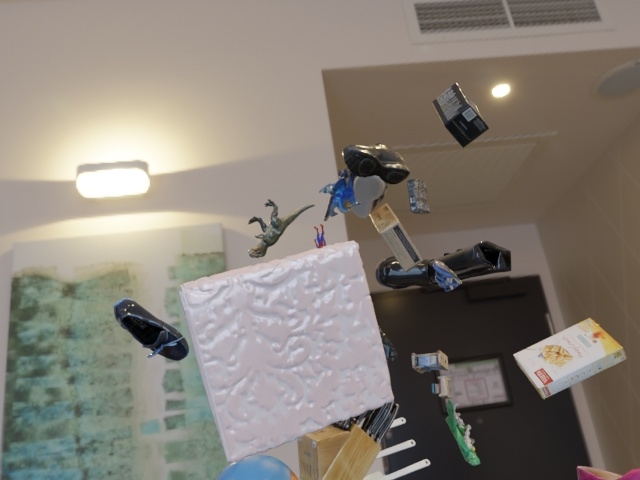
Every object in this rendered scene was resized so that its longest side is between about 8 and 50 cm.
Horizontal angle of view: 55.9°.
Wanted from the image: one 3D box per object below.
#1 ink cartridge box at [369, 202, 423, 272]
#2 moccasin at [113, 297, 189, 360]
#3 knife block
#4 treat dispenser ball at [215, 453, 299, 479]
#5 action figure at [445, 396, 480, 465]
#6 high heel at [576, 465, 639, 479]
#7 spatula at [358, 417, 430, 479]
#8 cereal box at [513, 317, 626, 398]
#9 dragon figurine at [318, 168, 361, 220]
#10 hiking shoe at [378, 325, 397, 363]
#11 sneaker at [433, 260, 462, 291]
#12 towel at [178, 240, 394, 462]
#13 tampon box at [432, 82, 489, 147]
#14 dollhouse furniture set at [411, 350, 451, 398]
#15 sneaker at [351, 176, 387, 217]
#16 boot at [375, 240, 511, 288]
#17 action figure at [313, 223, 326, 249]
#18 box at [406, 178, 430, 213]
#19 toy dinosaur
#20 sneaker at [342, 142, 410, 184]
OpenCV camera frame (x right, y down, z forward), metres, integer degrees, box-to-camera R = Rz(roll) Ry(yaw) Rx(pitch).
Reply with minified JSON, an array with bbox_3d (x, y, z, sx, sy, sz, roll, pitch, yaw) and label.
[{"bbox_3d":[0.286,-0.015,2.295,0.088,0.234,0.193,-33,-69,7],"label":"ink cartridge box"},{"bbox_3d":[-0.602,0.343,2.132,0.138,0.117,0.342,-45,-55,4],"label":"moccasin"},{"bbox_3d":[0.073,0.474,1.350,0.242,0.275,0.088,-4,0,-31],"label":"knife block"},{"bbox_3d":[-0.191,0.789,1.797,0.288,0.288,0.288,-7,-22,-3],"label":"treat dispenser ball"},{"bbox_3d":[0.462,0.633,1.946,0.064,0.232,0.137,-16,-60,2],"label":"action figure"},{"bbox_3d":[0.839,0.665,1.725,0.082,0.117,0.244,1,-39,-24],"label":"high heel"},{"bbox_3d":[0.157,0.522,1.494,0.242,0.168,0.019,-5,-38,-38],"label":"spatula"},{"bbox_3d":[0.668,0.315,1.633,0.240,0.047,0.173,-27,20,4],"label":"cereal box"},{"bbox_3d":[0.057,-0.164,2.102,0.085,0.144,0.289,-16,12,45],"label":"dragon figurine"},{"bbox_3d":[0.147,0.330,1.894,0.132,0.113,0.304,-35,-35,0],"label":"hiking shoe"},{"bbox_3d":[0.371,0.111,1.806,0.059,0.053,0.144,-41,-48,12],"label":"sneaker"},{"bbox_3d":[-0.052,0.188,1.074,0.332,0.316,0.053,-15,1,-18],"label":"towel"},{"bbox_3d":[0.448,-0.403,1.934,0.101,0.161,0.120,-37,-56,23],"label":"tampon box"},{"bbox_3d":[0.479,0.584,2.609,0.129,0.183,0.129,-11,-27,24],"label":"dollhouse furniture set"},{"bbox_3d":[0.210,-0.222,2.485,0.126,0.127,0.321,36,-25,7],"label":"sneaker"},{"bbox_3d":[0.493,0.105,2.455,0.367,0.146,0.445,1,-10,-31],"label":"boot"},{"bbox_3d":[0.000,0.000,2.015,0.038,0.030,0.115,-25,-54,-25],"label":"action figure"},{"bbox_3d":[0.243,-0.109,1.495,0.018,0.083,0.067,-12,-7,37],"label":"box"},{"bbox_3d":[-0.151,-0.056,1.893,0.268,0.118,0.064,-45,-9,-18],"label":"toy dinosaur"},{"bbox_3d":[0.186,-0.290,2.137,0.286,0.130,0.109,16,-42,-38],"label":"sneaker"}]
